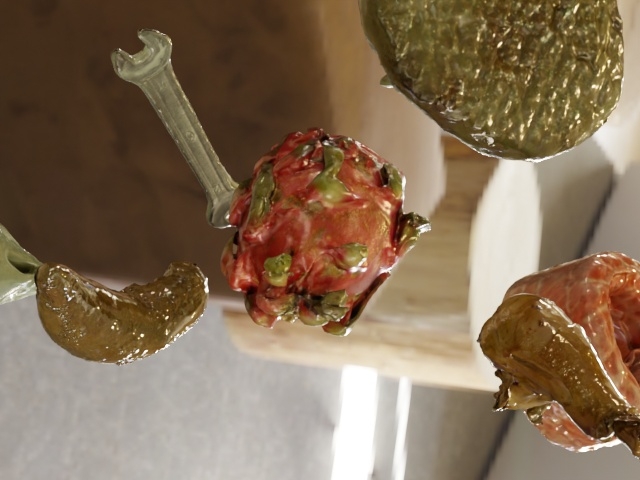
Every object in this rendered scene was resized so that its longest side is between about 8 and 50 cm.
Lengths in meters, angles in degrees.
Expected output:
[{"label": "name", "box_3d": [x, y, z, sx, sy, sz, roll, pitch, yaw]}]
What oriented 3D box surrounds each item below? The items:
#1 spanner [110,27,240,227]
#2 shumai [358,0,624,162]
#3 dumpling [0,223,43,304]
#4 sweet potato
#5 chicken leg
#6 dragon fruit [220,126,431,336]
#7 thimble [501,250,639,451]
[{"label": "spanner", "box_3d": [-0.148, -0.121, 1.628, 0.302, 0.071, 0.017, 61, 0, -44]}, {"label": "shumai", "box_3d": [0.202, -0.287, 1.996, 0.324, 0.397, 0.323, -56, -165, -8]}, {"label": "dumpling", "box_3d": [-0.426, 0.022, 1.714, 0.152, 0.219, 0.108, 175, -70, -68]}, {"label": "sweet potato", "box_3d": [-0.225, 0.081, 1.627, 0.310, 0.098, 0.124, 5, 109, -55]}, {"label": "chicken leg", "box_3d": [0.203, 0.123, 1.199, 0.085, 0.207, 0.101, 17, 109, -40]}, {"label": "dragon fruit", "box_3d": [0.000, 0.000, 1.220, 0.160, 0.166, 0.172, 66, 39, -56]}, {"label": "thimble", "box_3d": [0.345, 0.138, 1.791, 0.239, 0.162, 0.239, 27, 51, -38]}]
